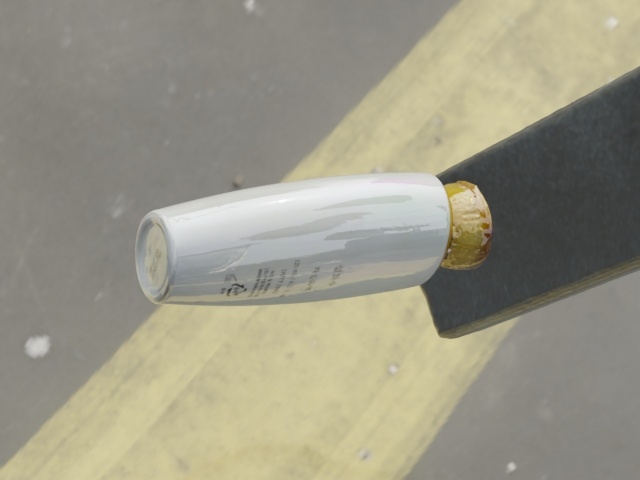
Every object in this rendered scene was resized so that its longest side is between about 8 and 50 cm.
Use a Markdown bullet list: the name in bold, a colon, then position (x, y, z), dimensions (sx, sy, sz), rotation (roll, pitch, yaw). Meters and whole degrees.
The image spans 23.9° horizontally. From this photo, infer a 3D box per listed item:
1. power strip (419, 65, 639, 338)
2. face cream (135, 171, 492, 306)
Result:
- **power strip**: position (0.149, -0.021, 0.913), dimensions (0.070, 0.257, 0.105), rotation (-12, 80, -43)
- **face cream**: position (0.000, 0.000, 0.743), dimensions (0.182, 0.072, 0.051), rotation (-6, 48, -30)
